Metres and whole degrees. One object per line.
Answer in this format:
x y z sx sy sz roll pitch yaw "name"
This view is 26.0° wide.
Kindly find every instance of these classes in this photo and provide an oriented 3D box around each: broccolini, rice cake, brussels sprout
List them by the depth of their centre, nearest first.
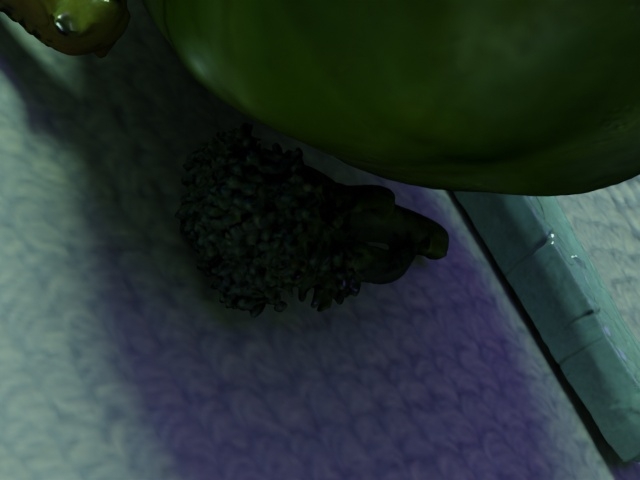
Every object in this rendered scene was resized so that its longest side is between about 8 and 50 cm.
0.055 -0.165 0.593 0.281 0.354 0.289 13 87 -37 "brussels sprout"
0.012 -0.016 0.628 0.091 0.068 0.202 41 25 22 "broccolini"
0.123 0.008 0.767 0.042 0.045 0.245 -6 62 -52 "rice cake"

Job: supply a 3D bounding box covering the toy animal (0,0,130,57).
-0.164 -0.130 0.515 0.181 0.073 0.136 -5 68 -59 "toy animal"
